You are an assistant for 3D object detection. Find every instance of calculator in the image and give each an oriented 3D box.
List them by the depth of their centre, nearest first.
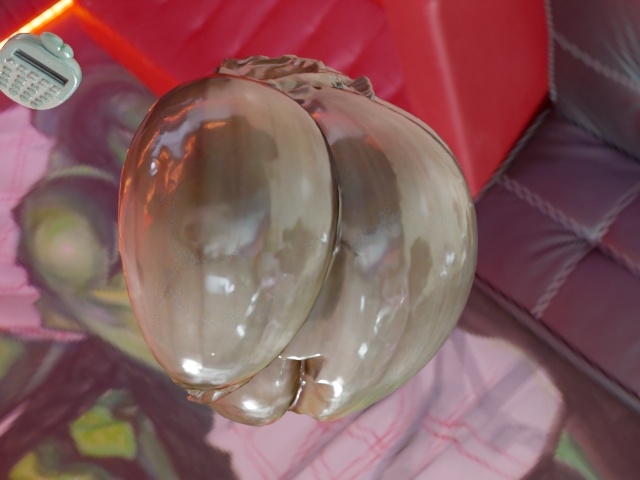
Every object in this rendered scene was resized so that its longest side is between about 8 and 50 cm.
[{"bbox_3d":[-0.329,-0.199,1.332,0.095,0.021,0.153,31,143,-20],"label":"calculator"}]

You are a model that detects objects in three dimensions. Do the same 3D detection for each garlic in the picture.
[{"bbox_3d":[0.000,0.000,0.559,0.214,0.160,0.191,-77,-18,-83],"label":"garlic"}]
